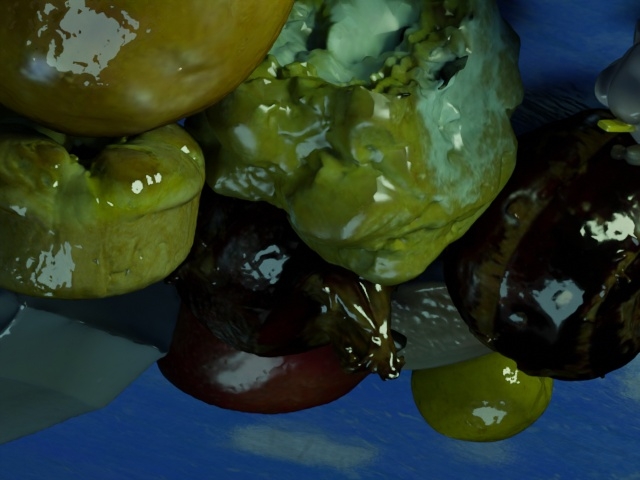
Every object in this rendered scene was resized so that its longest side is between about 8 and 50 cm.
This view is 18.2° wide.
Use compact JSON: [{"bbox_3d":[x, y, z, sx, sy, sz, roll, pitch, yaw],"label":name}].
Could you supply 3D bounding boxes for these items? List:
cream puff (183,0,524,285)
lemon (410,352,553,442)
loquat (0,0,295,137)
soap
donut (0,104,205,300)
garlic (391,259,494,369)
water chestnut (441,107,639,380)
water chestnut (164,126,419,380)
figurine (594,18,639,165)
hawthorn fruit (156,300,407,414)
[{"bbox_3d":[0.029,-0.108,1.831,0.270,0.323,0.274,6,129,35],"label":"cream puff"},{"bbox_3d":[0.208,0.181,2.577,0.170,0.170,0.207,27,153,-33],"label":"lemon"},{"bbox_3d":[-0.170,-0.245,1.608,0.328,0.328,0.328,9,156,4],"label":"loquat"},{"bbox_3d":[-0.355,0.049,2.313,0.213,0.350,0.435,27,149,-31],"label":"soap"},{"bbox_3d":[-0.203,-0.039,1.696,0.209,0.128,0.261,3,-163,-2],"label":"donut"},{"bbox_3d":[0.139,0.089,2.470,0.318,0.112,0.143,-9,124,41],"label":"garlic"},{"bbox_3d":[0.239,-0.007,2.053,0.300,0.300,0.300,9,156,4],"label":"water chestnut"},{"bbox_3d":[0.000,0.000,2.068,0.347,0.335,0.335,49,168,23],"label":"water chestnut"},{"bbox_3d":[0.317,-0.142,1.790,0.137,0.229,0.112,15,116,1],"label":"figurine"},{"bbox_3d":[-0.040,0.086,2.360,0.307,0.265,0.265,16,156,-10],"label":"hawthorn fruit"}]
